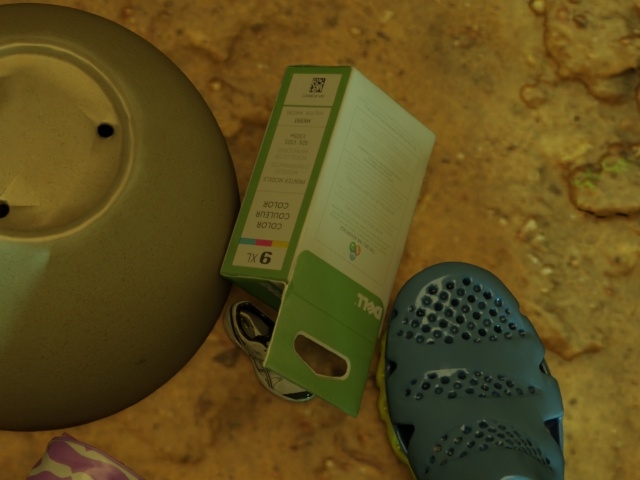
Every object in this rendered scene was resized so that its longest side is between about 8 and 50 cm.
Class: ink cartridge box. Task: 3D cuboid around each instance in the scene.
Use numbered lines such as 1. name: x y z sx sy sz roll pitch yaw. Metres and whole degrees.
1. ink cartridge box: 0.000 0.000 1.270 0.062 0.109 0.209 3 70 37

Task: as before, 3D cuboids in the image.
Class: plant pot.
1. plant pot: -0.184 -0.034 1.217 0.284 0.191 0.284 2 75 -7

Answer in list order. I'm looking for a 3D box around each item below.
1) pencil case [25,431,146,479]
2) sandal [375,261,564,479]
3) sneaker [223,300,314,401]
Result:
1. pencil case: -0.182 0.222 1.206 0.086 0.088 0.206 42 70 -28
2. sandal: 0.115 0.161 1.235 0.126 0.138 0.317 -10 75 -9
3. sneaker: -0.034 0.074 1.288 0.083 0.037 0.032 45 72 4
